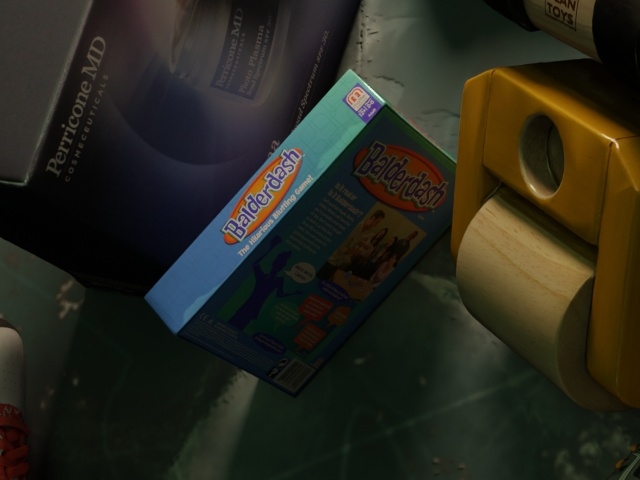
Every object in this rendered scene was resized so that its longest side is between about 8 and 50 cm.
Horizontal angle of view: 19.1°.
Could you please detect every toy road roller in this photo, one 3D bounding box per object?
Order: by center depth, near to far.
[{"bbox_3d":[0.233,-0.072,1.203,0.202,0.241,0.329,-138,48,-55],"label":"toy road roller"}]

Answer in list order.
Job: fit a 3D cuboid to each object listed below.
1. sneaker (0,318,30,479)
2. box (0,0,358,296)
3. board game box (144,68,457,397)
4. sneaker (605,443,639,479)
[{"bbox_3d":[-0.240,0.201,1.431,0.145,0.090,0.270,14,82,33],"label":"sneaker"},{"bbox_3d":[-0.142,-0.132,1.380,0.183,0.294,0.296,10,77,34],"label":"box"},{"bbox_3d":[0.000,0.000,1.323,0.210,0.160,0.047,-47,54,6],"label":"board game box"},{"bbox_3d":[0.225,0.146,1.186,0.215,0.084,0.083,-35,43,11],"label":"sneaker"}]
